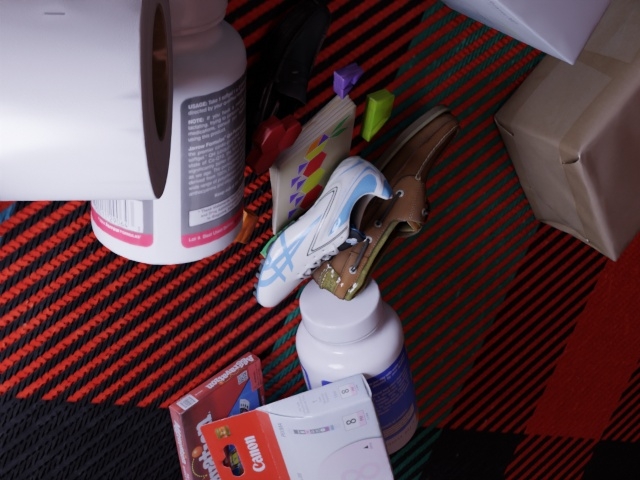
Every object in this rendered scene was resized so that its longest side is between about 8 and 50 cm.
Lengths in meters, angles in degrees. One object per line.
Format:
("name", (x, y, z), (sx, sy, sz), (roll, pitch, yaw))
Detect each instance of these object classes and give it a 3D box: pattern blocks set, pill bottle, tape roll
("pattern blocks set", (-0.013, -0.099, 2.013), (0.285, 0.026, 0.325), (-37, 159, -31))
("pill bottle", (0.049, 0.171, 2.250), (0.152, 0.152, 0.272), (-38, 139, -25))
("tape roll", (-0.235, -0.159, 1.521), (0.169, 0.246, 0.246), (0, 125, 1))
("pill bottle", (-0.169, -0.148, 1.758), (0.176, 0.176, 0.318), (-25, 132, -36))

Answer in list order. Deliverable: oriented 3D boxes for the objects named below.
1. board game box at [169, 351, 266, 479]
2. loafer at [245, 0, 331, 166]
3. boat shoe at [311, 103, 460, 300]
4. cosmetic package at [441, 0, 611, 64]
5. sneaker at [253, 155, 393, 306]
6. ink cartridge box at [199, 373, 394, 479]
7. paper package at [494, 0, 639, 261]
("board game box", (-0.131, 0.298, 2.238), (0.145, 0.027, 0.281), (-33, 136, -29))
("loafer", (-0.043, -0.189, 1.955), (0.076, 0.078, 0.223), (26, 94, -54))
("boat shoe", (0.101, -0.047, 2.174), (0.307, 0.104, 0.110), (-48, 164, -8))
("cosmetic package", (0.224, -0.354, 2.025), (0.224, 0.225, 0.138), (26, 94, -53))
("sneaker", (0.000, 0.000, 2.066), (0.237, 0.086, 0.085), (-51, 164, 12))
("ink cartridge box", (-0.027, 0.292, 2.193), (0.232, 0.066, 0.189), (-20, 134, -5))
("paper package", (0.457, -0.188, 2.458), (0.325, 0.168, 0.309), (-49, 142, -14))
